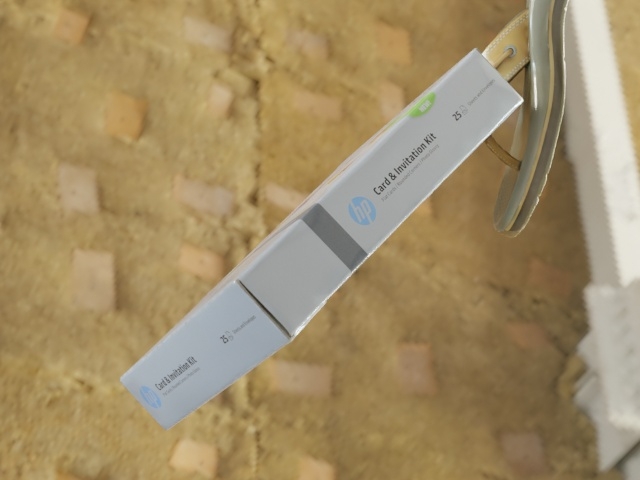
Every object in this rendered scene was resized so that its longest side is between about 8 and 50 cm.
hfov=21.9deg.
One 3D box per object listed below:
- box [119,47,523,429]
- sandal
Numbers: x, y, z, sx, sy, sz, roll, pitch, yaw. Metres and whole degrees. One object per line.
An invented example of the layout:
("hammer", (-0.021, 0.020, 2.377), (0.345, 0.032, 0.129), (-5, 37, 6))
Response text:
("box", (0.000, 0.000, 0.783), (0.038, 0.145, 0.186), (48, -123, -2))
("sandal", (0.097, -0.092, 0.830), (0.049, 0.180, 0.072), (6, -174, 1))
